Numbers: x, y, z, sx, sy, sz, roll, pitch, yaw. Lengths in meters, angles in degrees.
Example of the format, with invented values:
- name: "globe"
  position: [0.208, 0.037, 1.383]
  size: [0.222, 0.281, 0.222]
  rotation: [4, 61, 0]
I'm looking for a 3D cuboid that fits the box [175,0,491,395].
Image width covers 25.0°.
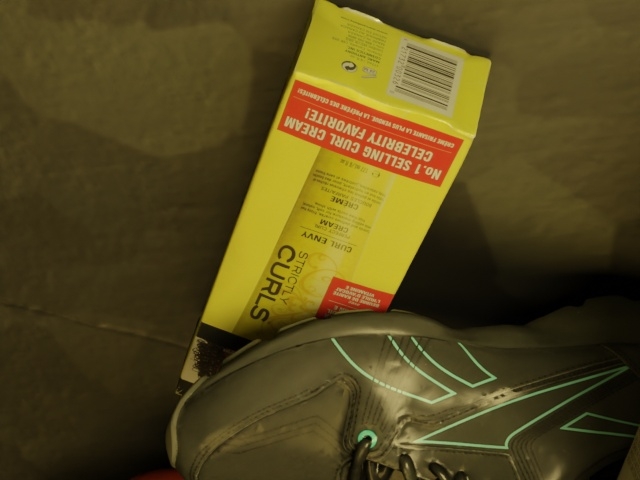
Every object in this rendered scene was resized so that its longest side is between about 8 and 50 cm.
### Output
- name: "box"
  position: [0.000, 0.000, 0.688]
  size: [0.087, 0.058, 0.232]
  rotation: [20, 134, -5]

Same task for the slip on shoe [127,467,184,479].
- name: "slip on shoe"
  position: [-0.071, 0.173, 0.816]
  size: [0.331, 0.123, 0.101]
  rotation: [-35, 95, 25]

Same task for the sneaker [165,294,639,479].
- name: "sneaker"
  position: [0.063, 0.092, 0.671]
  size: [0.267, 0.106, 0.101]
  rotation: [-7, 144, -7]

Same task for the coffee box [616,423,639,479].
- name: "coffee box"
  position: [0.224, 0.051, 0.572]
  size: [0.141, 0.098, 0.246]
  rotation: [19, 104, -3]
